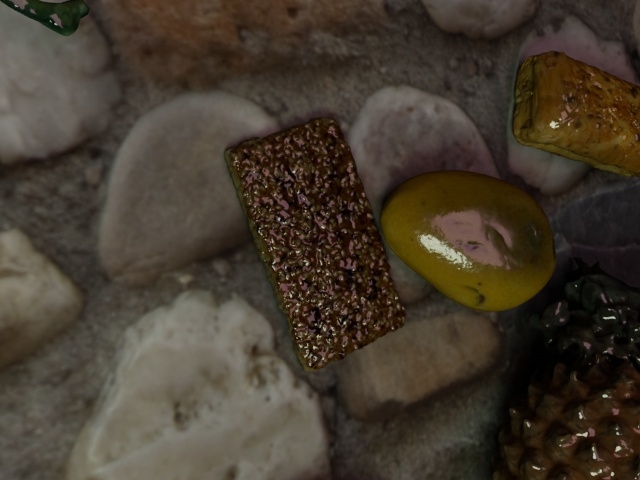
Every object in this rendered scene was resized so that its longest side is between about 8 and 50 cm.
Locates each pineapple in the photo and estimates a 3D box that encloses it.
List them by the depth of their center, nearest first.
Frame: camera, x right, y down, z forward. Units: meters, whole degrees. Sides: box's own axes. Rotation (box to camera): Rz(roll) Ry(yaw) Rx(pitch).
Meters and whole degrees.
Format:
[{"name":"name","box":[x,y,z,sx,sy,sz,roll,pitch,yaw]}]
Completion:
[{"name":"pineapple","box":[0.301,0.174,0.764,0.223,0.223,0.357,27,64,-23]}]

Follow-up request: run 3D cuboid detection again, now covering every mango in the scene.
[{"name":"mango","box":[0.151,-0.002,0.746,0.195,0.098,0.137,14,84,-21]}]

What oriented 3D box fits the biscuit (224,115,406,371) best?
[{"name":"biscuit","box":[0.000,0.000,0.707,0.131,0.025,0.230,-24,98,-27]}]

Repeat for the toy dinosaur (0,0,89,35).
[{"name":"toy dinosaur","box":[-0.405,-0.277,0.487,0.447,0.087,0.300,-9,91,-25]}]

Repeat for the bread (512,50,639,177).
[{"name":"bread","box":[0.321,-0.142,0.851,0.211,0.083,0.113,11,78,-28]}]
